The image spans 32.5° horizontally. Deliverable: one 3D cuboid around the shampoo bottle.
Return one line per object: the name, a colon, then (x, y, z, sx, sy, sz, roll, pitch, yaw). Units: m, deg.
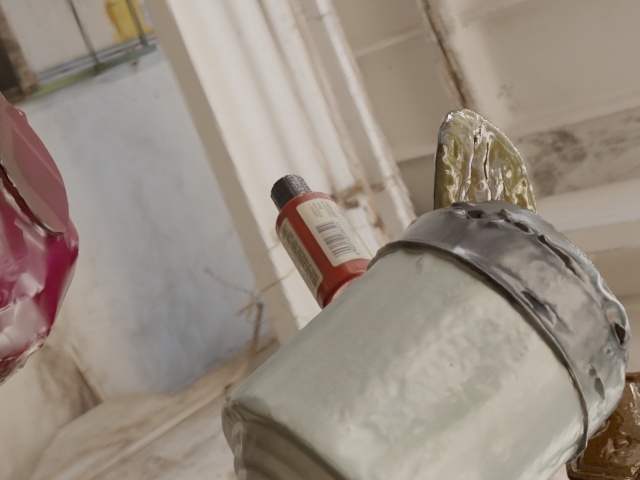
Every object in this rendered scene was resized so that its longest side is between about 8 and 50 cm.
shampoo bottle: (0.000, 0.000, 1.618, 0.278, 0.104, 0.104, -123, -148, -45)

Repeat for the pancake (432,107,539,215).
pancake: (0.186, -0.003, 1.194, 0.049, 0.294, 0.294, -13, -76, 29)

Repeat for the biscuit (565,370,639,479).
biscuit: (0.371, 0.198, 1.195, 0.215, 0.182, 0.034, -13, -58, 15)

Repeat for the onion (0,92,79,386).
onion: (-0.176, -0.025, 0.504, 0.135, 0.198, 0.173, -18, -56, 20)

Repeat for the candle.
candle: (0.059, 0.136, 0.812, 0.221, 0.342, 0.221, 40, -26, 23)
